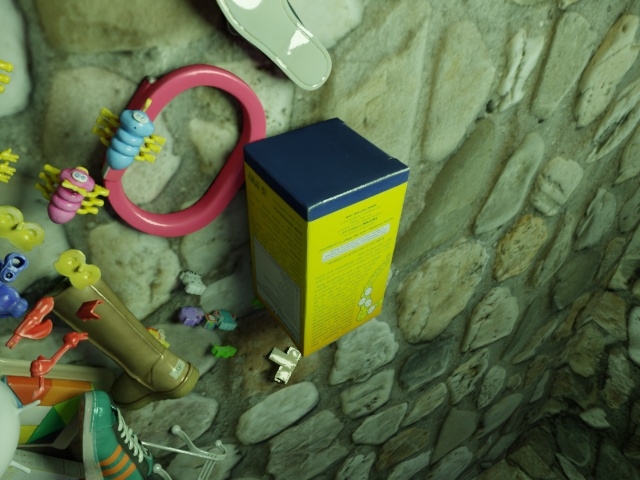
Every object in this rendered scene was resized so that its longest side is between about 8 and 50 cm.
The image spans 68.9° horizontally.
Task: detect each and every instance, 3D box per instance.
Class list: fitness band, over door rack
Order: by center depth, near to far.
[{"bbox_3d":[-0.210,-0.133,0.728,0.209,0.054,0.291,22,110,-45],"label":"fitness band"},{"bbox_3d":[-0.408,0.548,1.064,0.324,0.108,0.240,23,94,-34],"label":"over door rack"}]

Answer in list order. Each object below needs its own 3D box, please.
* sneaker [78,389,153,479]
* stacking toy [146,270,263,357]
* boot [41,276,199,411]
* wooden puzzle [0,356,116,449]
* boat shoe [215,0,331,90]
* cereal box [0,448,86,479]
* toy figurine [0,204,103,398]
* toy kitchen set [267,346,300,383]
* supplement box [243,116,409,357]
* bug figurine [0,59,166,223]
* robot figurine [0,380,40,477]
[{"bbox_3d":[-0.391,0.402,0.900,0.121,0.108,0.302,-8,119,-28],"label":"sneaker"},{"bbox_3d":[-0.227,0.156,0.947,0.221,0.052,0.167,21,112,-44],"label":"stacking toy"},{"bbox_3d":[-0.370,0.177,0.818,0.236,0.089,0.269,-23,119,30],"label":"boot"},{"bbox_3d":[-0.540,0.313,0.862,0.238,0.044,0.221,28,106,-44],"label":"wooden puzzle"},{"bbox_3d":[-0.077,-0.315,0.649,0.095,0.079,0.254,-51,137,8],"label":"boat shoe"},{"bbox_3d":[-0.626,0.512,0.959,0.173,0.047,0.240,-41,136,0],"label":"cereal box"},{"bbox_3d":[-0.496,0.047,0.584,0.217,0.191,0.362,-13,137,33],"label":"toy figurine"},{"bbox_3d":[-0.104,0.302,1.159,0.068,0.075,0.083,33,65,-8],"label":"toy kitchen set"},{"bbox_3d":[0.000,0.000,0.834,0.195,0.194,0.357,-24,139,-27],"label":"supplement box"},{"bbox_3d":[-0.350,-0.127,0.575,0.279,0.072,0.216,23,116,-26],"label":"bug figurine"},{"bbox_3d":[-0.608,0.287,0.662,0.353,0.200,0.300,9,111,-26],"label":"robot figurine"}]
